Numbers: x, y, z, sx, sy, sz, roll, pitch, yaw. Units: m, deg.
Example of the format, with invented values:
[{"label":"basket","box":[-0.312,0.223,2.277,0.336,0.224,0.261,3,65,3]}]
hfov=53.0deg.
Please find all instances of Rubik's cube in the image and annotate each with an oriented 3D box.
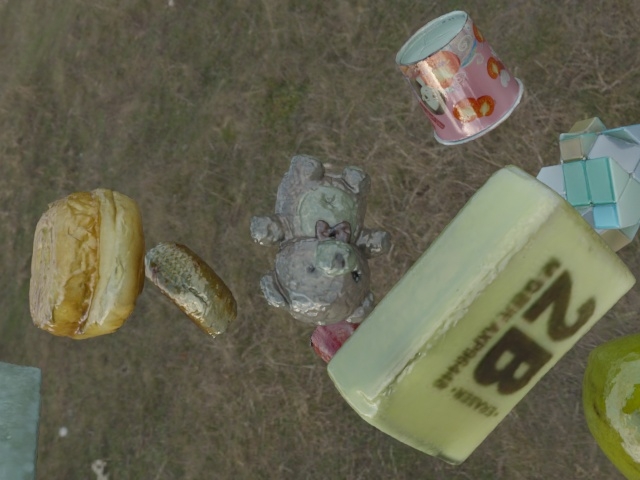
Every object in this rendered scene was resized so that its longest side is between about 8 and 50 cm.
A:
[{"label":"Rubik's cube","box":[0.560,-0.111,1.245,0.213,0.224,0.265,177,83,-69]}]

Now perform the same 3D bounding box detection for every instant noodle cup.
[{"label":"instant noodle cup","box":[0.318,-0.390,1.513,0.243,0.231,0.243,-30,30,20]}]

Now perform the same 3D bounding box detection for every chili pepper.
[{"label":"chili pepper","box":[0.097,0.244,1.359,0.252,0.144,0.136,41,112,51]}]

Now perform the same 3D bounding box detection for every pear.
[{"label":"pear","box":[0.539,0.260,0.987,0.253,0.253,0.307,-69,19,1]}]

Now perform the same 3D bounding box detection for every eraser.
[{"label":"eraser","box":[0.101,0.053,0.401,0.172,0.117,0.058,-49,36,8]}]

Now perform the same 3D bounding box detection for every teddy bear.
[{"label":"teddy bear","box":[0.000,-0.001,1.030,0.151,0.236,0.267,122,155,-54]}]

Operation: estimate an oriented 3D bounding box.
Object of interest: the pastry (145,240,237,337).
[{"label":"pastry","box":[-0.232,0.087,1.171,0.192,0.182,0.093,34,71,32]}]

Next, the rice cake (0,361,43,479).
[{"label":"rice cake","box":[-0.217,0.123,0.361,0.038,0.124,0.211,-69,21,13]}]

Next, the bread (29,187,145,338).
[{"label":"bread","box":[-0.315,0.032,0.868,0.236,0.120,0.198,-18,68,53]}]
